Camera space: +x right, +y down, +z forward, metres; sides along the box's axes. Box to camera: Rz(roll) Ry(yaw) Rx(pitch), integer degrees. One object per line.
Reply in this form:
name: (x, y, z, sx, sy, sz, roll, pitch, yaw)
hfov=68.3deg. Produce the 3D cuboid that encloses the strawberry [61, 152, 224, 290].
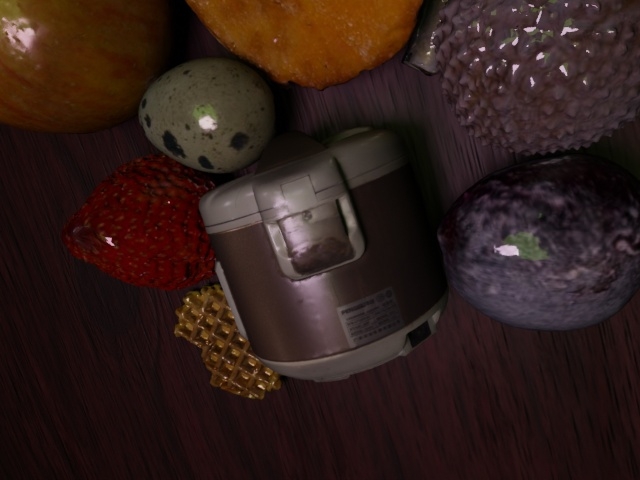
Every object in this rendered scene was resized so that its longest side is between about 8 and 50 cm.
strawberry: (-0.282, -0.022, 0.804, 0.238, 0.288, 0.250, 40, 105, 10)

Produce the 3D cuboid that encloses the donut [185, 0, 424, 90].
donut: (-0.052, -0.419, 0.618, 0.435, 0.164, 0.377, 42, 150, -19)

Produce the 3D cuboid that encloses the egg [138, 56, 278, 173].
egg: (-0.179, -0.196, 0.746, 0.227, 0.177, 0.177, 3, 105, 9)

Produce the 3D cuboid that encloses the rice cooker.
rice cooker: (0.000, 0.000, 0.697, 0.334, 0.335, 0.326, -15, 101, 21)

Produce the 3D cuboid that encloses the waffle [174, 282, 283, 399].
waffle: (-0.178, 0.209, 0.954, 0.248, 0.056, 0.254, -5, 103, 19)

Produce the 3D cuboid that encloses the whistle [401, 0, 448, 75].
whistle: (0.205, -0.404, 0.673, 0.067, 0.057, 0.327, 24, 109, 9)

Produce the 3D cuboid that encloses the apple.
apple: (-0.432, -0.360, 0.743, 0.399, 0.333, 0.401, 4, 105, 16)

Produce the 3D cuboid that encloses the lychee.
lychee: (0.279, -0.246, 0.575, 0.299, 0.300, 0.300, 4, 105, 17)

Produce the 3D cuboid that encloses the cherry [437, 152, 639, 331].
cherry: (0.309, 0.006, 0.644, 0.295, 0.218, 0.255, -3, 141, -6)
